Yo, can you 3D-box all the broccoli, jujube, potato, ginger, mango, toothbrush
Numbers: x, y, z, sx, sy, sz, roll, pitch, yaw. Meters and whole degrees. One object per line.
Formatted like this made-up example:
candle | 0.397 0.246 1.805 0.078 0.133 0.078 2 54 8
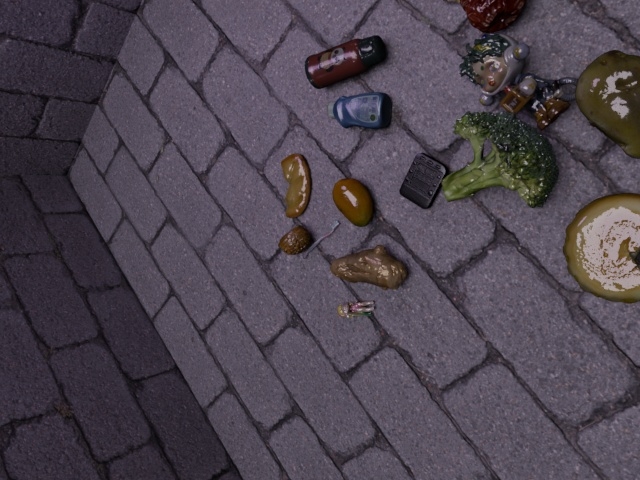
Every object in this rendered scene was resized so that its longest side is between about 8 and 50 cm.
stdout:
broccoli | 0.604 -0.223 1.577 0.353 0.275 0.397 47 145 28
jujube | 0.565 -0.823 1.542 0.213 0.213 0.232 -22 74 35
potato | 0.898 -0.385 1.356 0.202 0.218 0.350 -35 76 60
ginger | 0.193 0.116 1.968 0.354 0.126 0.189 -4 99 34
mango | 0.143 -0.165 1.978 0.221 0.120 0.151 52 124 11
toothbrush | 0.000 0.000 2.156 0.269 0.021 0.027 -45 58 30

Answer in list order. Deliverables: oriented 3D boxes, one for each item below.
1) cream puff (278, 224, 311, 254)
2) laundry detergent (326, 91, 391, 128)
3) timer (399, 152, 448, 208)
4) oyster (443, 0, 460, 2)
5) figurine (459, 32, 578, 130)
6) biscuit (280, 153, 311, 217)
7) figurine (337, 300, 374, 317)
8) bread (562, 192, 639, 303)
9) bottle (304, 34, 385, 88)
cream puff | -0.113 0.005 2.167 0.115 0.150 0.165 54 161 -1
laundry detergent | 0.150 -0.538 1.950 0.290 0.094 0.143 11 108 37
timer | 0.404 -0.232 1.826 0.144 0.055 0.187 38 119 28
oyster | 0.471 -0.916 1.696 0.148 0.051 0.103 31 110 12
figurine | 0.629 -0.528 1.555 0.382 0.186 0.261 51 142 13
biscuit | -0.112 -0.257 2.192 0.154 0.045 0.299 -3 94 34
figurine | 0.153 0.306 2.063 0.187 0.083 0.083 -16 86 23
bread | 0.908 0.018 1.429 0.333 0.160 0.332 3 95 35
bottle | 0.107 -0.741 1.925 0.336 0.144 0.143 -9 90 33
